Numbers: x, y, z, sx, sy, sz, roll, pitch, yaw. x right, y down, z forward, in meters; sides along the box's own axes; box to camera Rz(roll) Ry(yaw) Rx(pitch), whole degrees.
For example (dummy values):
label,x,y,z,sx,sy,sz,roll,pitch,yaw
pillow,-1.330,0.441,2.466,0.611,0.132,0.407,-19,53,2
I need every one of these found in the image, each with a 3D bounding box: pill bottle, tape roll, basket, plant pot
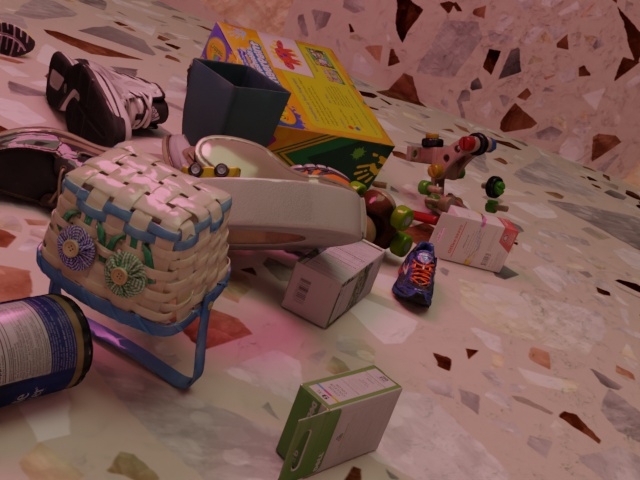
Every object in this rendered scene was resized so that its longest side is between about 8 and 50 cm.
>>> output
label,x,y,z,sx,sy,sz,roll,pitch,yaw
pill bottle,-0.387,0.135,1.033,0.122,0.123,0.219,34,26,30
tape roll,-0.124,-0.035,1.422,0.391,0.072,0.392,0,-6,0
basket,-0.249,0.036,1.172,0.254,0.289,0.201,25,39,15
plant pot,-0.209,-0.261,1.986,0.165,0.234,0.165,-2,32,-46

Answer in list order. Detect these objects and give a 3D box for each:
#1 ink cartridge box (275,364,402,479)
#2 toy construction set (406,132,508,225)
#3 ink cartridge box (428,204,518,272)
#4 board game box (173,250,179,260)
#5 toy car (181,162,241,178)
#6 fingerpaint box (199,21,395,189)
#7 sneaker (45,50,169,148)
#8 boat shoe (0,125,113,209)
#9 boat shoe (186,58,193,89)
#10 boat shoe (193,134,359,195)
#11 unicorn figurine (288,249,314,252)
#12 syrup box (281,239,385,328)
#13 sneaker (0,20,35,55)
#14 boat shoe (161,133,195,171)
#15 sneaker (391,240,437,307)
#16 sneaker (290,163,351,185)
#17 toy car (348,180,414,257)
label,x,y,z,sx,sy,sz,roll,pitch,yaw
ink cartridge box,0.008,0.239,1.163,0.062,0.109,0.209,35,26,34
toy construction set,0.291,-0.146,2.271,0.237,0.258,0.308,16,37,43
ink cartridge box,0.338,-0.008,2.040,0.198,0.115,0.067,14,23,-18
board game box,-0.228,0.011,1.614,0.090,0.020,0.090,7,26,-31
toy car,-0.273,-0.097,1.428,0.238,0.053,0.225,-4,-7,25
fingerpaint box,-0.075,-0.344,2.286,0.371,0.163,0.445,5,41,-35
sneaker,-0.432,-0.303,1.974,0.257,0.169,0.447,4,24,-32
boat shoe,-0.431,-0.113,1.576,0.355,0.132,0.130,3,27,-35
boat shoe,-0.268,-0.390,2.464,0.112,0.096,0.335,-4,38,-42
boat shoe,-0.091,-0.089,1.666,0.339,0.113,0.127,16,55,-23
unicorn figurine,0.000,0.000,1.772,0.161,0.111,0.060,0,-11,3
syrup box,0.028,0.066,1.614,0.096,0.093,0.237,26,22,14
sneaker,-0.839,-0.537,2.286,0.208,0.082,0.094,14,20,-16
boat shoe,-0.244,-0.128,1.767,0.103,0.113,0.302,-24,40,0
sneaker,0.195,0.062,1.781,0.083,0.087,0.221,19,21,-4
sneaker,-0.069,-0.076,1.861,0.321,0.125,0.180,2,30,-16
toy car,0.078,-0.010,1.853,0.155,0.149,0.188,30,52,31
